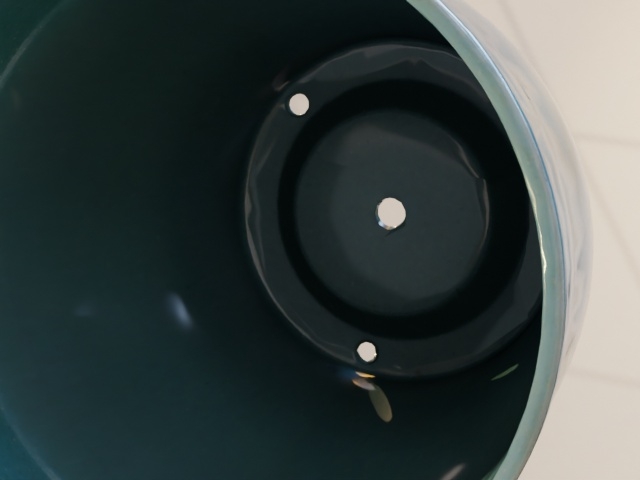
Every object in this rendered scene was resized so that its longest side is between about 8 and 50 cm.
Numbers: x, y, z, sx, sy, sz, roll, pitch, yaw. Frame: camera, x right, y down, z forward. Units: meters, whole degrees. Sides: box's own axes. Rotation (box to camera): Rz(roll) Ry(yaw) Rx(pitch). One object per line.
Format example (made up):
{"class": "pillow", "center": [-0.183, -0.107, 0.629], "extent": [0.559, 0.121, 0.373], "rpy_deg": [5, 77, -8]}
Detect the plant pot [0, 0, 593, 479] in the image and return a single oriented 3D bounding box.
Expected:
{"class": "plant pot", "center": [0.000, 0.000, 0.736], "extent": [0.271, 0.272, 0.255], "rpy_deg": [-62, -15, 16]}
